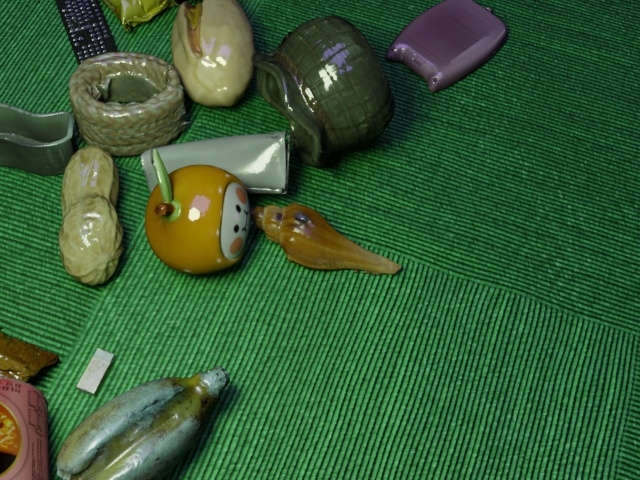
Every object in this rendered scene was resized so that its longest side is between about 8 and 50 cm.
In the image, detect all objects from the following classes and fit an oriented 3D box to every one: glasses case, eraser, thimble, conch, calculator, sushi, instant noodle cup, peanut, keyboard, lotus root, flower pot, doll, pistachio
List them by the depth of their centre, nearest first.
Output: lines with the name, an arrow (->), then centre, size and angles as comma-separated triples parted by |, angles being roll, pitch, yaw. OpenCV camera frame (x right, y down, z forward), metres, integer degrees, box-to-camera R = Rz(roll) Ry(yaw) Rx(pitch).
instant noodle cup -> -0.536, 0.368, 1.484 | 0.243, 0.244, 0.255 | -4, 50, -5
lotus root -> -0.292, 0.322, 1.561 | 0.322, 0.140, 0.158 | -35, 84, -27
sushi -> -0.618, 0.206, 1.620 | 0.287, 0.140, 0.149 | -18, 98, -13
eraser -> -0.407, 0.238, 1.672 | 0.038, 0.019, 0.083 | 19, 59, 10
doll -> -0.248, -0.046, 1.720 | 0.213, 0.236, 0.214 | -6, 76, 26
peanut -> -0.443, -0.057, 1.781 | 0.120, 0.136, 0.298 | 14, 51, -34
conch -> 0.000, -0.003, 1.795 | 0.330, 0.093, 0.109 | 18, 53, 7
glasses case -> -0.201, -0.143, 1.861 | 0.308, 0.083, 0.128 | -5, 89, 11
flower pot -> 0.006, -0.303, 1.876 | 0.213, 0.302, 0.302 | -31, 65, -6
flower pot -> -0.609, -0.206, 1.879 | 0.229, 0.108, 0.103 | 7, 59, 0
thimble -> -0.401, -0.284, 1.917 | 0.229, 0.148, 0.196 | -13, 58, -13
pistachio -> -0.225, -0.416, 1.999 | 0.187, 0.187, 0.299 | -2, 53, -4
calculator -> 0.301, -0.467, 2.119 | 0.194, 0.043, 0.294 | 40, 64, 20
keyboard -> -0.549, -0.524, 2.125 | 0.100, 0.018, 0.310 | -18, 61, -13

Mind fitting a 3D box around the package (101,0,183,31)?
package -> -0.443, -0.579, 2.121 | 0.168, 0.090, 0.226 | -35, 73, -25
